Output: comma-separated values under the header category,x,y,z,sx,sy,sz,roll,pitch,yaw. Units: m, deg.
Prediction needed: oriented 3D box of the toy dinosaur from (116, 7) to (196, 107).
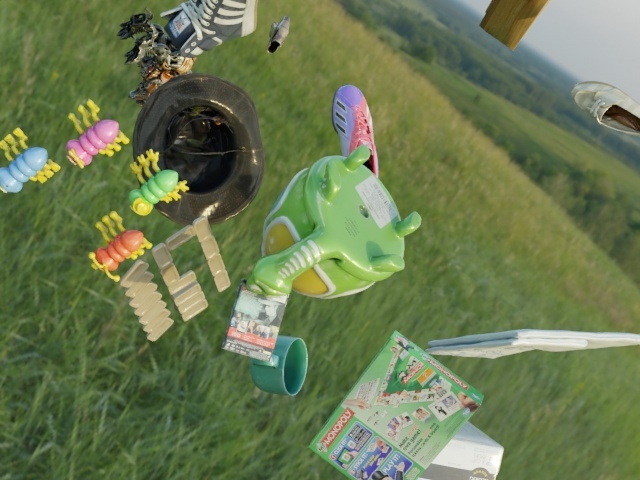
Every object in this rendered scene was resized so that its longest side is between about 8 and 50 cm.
category,x,y,z,sx,sy,sz,roll,pitch,yaw
toy dinosaur,-0.411,-0.497,2.237,0.218,0.322,0.164,26,8,-43

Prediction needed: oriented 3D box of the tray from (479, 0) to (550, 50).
category,x,y,z,sx,sy,sz,roll,pitch,yaw
tray,0.347,-0.438,1.123,0.076,0.203,0.411,36,-16,5

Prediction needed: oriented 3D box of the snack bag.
category,x,y,z,sx,sy,sz,roll,pitch,yaw
snack bag,0.437,0.213,1.723,0.342,0.037,0.323,4,-12,-24

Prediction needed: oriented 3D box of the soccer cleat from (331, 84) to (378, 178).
category,x,y,z,sx,sy,sz,roll,pitch,yaw
soccer cleat,0.097,-0.256,2.134,0.108,0.318,0.116,-1,-14,-15

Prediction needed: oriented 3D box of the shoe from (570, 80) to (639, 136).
category,x,y,z,sx,sy,sz,roll,pitch,yaw
shoe,0.648,-0.283,1.848,0.219,0.076,0.058,28,41,14

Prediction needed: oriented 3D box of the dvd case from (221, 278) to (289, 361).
category,x,y,z,sx,sy,sz,roll,pitch,yaw
dvd case,-0.107,0.133,1.402,0.087,0.119,0.013,19,-10,-22

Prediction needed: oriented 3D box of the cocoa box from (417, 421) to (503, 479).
category,x,y,z,sx,sy,sz,roll,pitch,yaw
cocoa box,0.236,0.522,1.987,0.231,0.228,0.347,13,2,-13

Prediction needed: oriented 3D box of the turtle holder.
category,x,y,z,sx,sy,sz,roll,pitch,yaw
turtle holder,0.014,0.007,1.474,0.243,0.227,0.320,40,38,-28

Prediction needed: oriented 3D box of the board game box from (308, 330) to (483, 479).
category,x,y,z,sx,sy,sz,roll,pitch,yaw
board game box,0.144,0.361,1.684,0.213,0.317,0.046,37,24,6

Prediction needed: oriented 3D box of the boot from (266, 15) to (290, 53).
category,x,y,z,sx,sy,sz,roll,pitch,yaw
boot,-0.110,-0.492,2.068,0.042,0.087,0.118,25,-25,-13

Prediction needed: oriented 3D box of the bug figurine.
category,x,y,z,sx,sy,sz,roll,pitch,yaw
bug figurine,-0.336,-0.075,1.264,0.279,0.216,0.072,44,15,-28

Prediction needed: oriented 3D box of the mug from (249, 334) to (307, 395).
category,x,y,z,sx,sy,sz,roll,pitch,yaw
mug,-0.101,0.264,1.869,0.097,0.158,0.129,4,44,23

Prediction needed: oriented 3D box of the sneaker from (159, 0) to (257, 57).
category,x,y,z,sx,sy,sz,roll,pitch,yaw
sneaker,-0.191,-0.399,1.410,0.099,0.153,0.282,62,-9,12

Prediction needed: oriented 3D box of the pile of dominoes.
category,x,y,z,sx,sy,sz,roll,pitch,yaw
pile of dominoes,-0.278,0.069,1.597,0.040,0.196,0.251,46,-19,31

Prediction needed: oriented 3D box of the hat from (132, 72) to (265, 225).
category,x,y,z,sx,sy,sz,roll,pitch,yaw
hat,-0.282,-0.199,1.850,0.331,0.331,0.134,20,-1,-34
